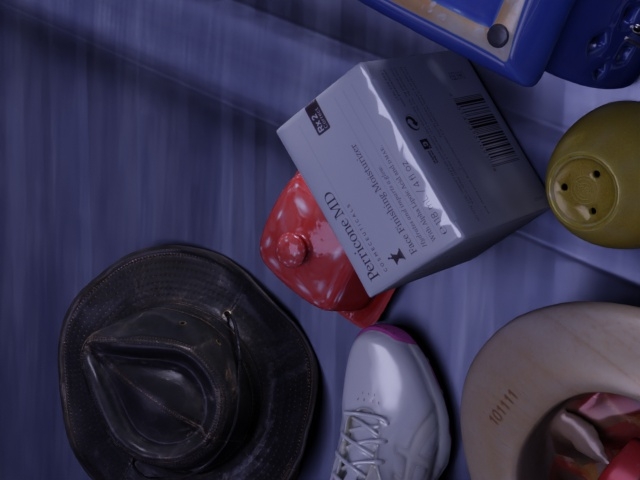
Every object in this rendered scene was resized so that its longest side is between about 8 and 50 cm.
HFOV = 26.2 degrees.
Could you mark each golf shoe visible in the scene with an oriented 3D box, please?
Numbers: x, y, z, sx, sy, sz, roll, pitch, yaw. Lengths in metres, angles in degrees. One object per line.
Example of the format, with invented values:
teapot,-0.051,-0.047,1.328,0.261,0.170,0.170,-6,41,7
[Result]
golf shoe,0.056,0.240,1.381,0.115,0.140,0.306,3,101,37

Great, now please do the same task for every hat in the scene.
hat,-0.175,0.161,1.482,0.331,0.134,0.331,-2,86,21

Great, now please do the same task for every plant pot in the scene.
plant pot,0.165,-0.265,1.135,0.236,0.212,0.236,34,119,27
plant pot,0.249,-0.050,1.197,0.134,0.095,0.134,10,107,34

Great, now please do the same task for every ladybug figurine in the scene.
ladybug figurine,0.323,0.227,1.165,0.449,0.162,0.305,44,123,21

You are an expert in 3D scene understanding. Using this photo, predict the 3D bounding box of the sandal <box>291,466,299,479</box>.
sandal,-0.124,0.230,1.558,0.219,0.060,0.090,21,113,31

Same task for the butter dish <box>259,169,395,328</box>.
butter dish,0.000,0.000,1.377,0.160,0.118,0.160,39,121,23

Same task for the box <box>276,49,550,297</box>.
box,0.089,-0.066,1.256,0.119,0.182,0.181,-36,79,36

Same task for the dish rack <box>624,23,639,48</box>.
dish rack,0.342,-0.094,1.019,0.208,0.271,0.074,21,97,31
